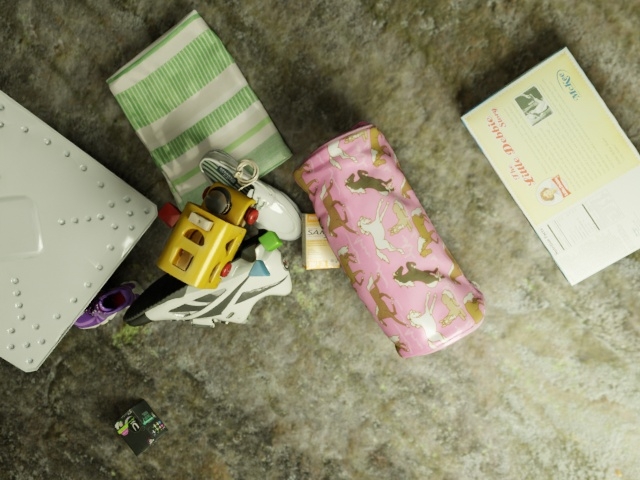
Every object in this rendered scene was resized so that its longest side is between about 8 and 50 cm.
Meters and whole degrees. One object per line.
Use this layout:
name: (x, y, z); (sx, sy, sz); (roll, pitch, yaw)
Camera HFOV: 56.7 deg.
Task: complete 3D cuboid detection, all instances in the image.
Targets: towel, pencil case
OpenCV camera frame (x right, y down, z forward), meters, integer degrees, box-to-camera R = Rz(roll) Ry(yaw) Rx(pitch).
towel: (-0.236, -0.229, 1.111); (0.248, 0.038, 0.325); (-32, 86, 15)
pencil case: (0.111, -0.004, 0.974); (0.160, 0.167, 0.386); (-33, 87, 38)

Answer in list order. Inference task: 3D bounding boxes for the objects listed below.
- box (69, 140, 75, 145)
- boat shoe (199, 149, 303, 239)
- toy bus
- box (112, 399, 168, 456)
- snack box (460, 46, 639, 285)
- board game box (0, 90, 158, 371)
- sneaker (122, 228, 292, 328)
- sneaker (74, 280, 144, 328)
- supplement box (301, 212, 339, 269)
box: (-0.595, -0.069, 1.148); (0.324, 0.063, 0.067); (-37, 85, -9)
boat shoe: (-0.126, -0.071, 1.054); (0.226, 0.076, 0.083); (36, 108, -5)
toy bus: (-0.178, -0.021, 0.953); (0.191, 0.104, 0.202); (-19, 82, 9)
box: (-0.363, 0.378, 1.198); (0.062, 0.052, 0.083); (-41, 85, 17)
snack box: (0.387, -0.114, 0.935); (0.187, 0.060, 0.322); (-33, 86, 16)
board game box: (-0.572, -0.022, 1.090); (0.390, 0.050, 0.390); (38, 84, -15)
sneaker: (-0.204, 0.112, 1.085); (0.330, 0.122, 0.146); (-23, 115, 16)
sneaker: (-0.436, 0.127, 1.184); (0.170, 0.071, 0.068); (-28, 88, 17)
supplement box: (0.000, 0.000, 1.055); (0.062, 0.036, 0.098); (-3, 96, -13)
